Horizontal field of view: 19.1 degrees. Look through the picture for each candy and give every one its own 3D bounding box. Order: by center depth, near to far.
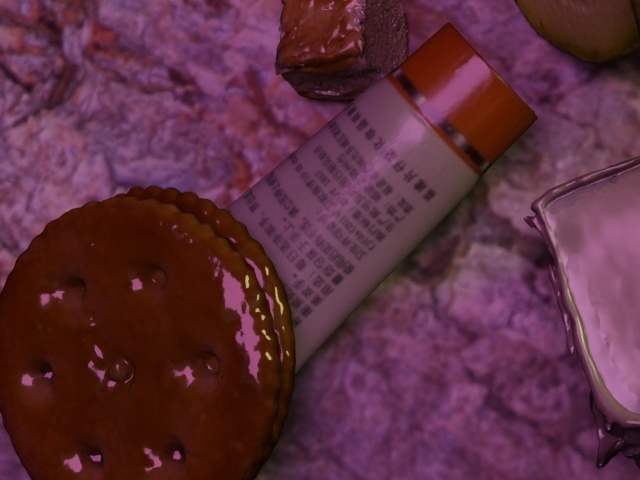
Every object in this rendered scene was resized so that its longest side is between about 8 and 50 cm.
[{"bbox_3d":[0.234,0.036,1.122,0.195,0.137,0.185,-21,68,8],"label":"candy"}]

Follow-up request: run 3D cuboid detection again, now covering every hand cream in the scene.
[{"bbox_3d":[0.000,0.000,1.220,0.314,0.089,0.139,-39,68,6],"label":"hand cream"}]

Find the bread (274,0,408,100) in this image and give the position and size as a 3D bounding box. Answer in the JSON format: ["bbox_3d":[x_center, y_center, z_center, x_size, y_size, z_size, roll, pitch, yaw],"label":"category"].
[{"bbox_3d":[0.013,-0.138,1.271,0.070,0.077,0.083,-3,71,25],"label":"bread"}]

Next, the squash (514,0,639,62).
[{"bbox_3d":[0.172,-0.216,1.179,0.133,0.220,0.220,-18,69,4],"label":"squash"}]

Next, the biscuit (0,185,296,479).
[{"bbox_3d":[-0.112,0.077,1.198,0.220,0.066,0.220,1,91,30],"label":"biscuit"}]
